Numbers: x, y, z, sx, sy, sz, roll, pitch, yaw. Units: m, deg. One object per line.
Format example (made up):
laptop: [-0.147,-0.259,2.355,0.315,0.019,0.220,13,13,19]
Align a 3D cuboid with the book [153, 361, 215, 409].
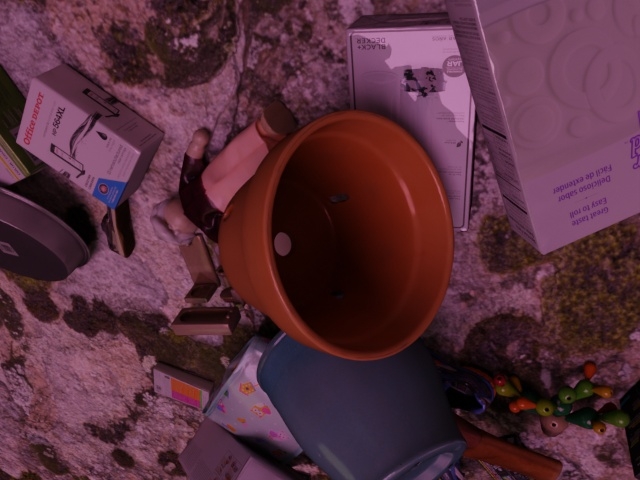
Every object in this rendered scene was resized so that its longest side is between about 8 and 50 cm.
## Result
book: [-0.324,0.349,1.298,0.144,0.035,0.096,19,129,7]

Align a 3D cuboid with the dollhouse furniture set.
dollhouse furniture set: [-0.215,0.077,1.005,0.144,0.151,0.123,-3,121,18]

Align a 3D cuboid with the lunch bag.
lunch bag: [-0.087,0.305,1.111,0.224,0.160,0.262,33,132,-3]

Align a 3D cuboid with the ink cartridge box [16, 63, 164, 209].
ink cartridge box: [-0.395,-0.175,0.939,0.203,0.085,0.148,35,127,-6]

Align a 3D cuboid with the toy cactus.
toy cactus: [0.420,0.293,0.983,0.219,0.112,0.180,2,142,14]

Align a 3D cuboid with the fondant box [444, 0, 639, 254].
fondant box: [0.309,-0.180,0.637,0.239,0.096,0.330,-24,116,2]

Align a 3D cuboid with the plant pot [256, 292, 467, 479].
plant pot: [0.078,0.254,0.844,0.255,0.272,0.271,54,138,36]

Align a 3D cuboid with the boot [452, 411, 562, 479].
boot: [0.265,0.372,1.048,0.281,0.096,0.264,21,155,-8]

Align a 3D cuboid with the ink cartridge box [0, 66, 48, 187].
ink cartridge box: [-0.638,-0.179,1.012,0.256,0.097,0.188,-17,116,27]

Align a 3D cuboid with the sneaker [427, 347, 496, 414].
sneaker: [0.211,0.255,1.006,0.222,0.087,0.083,12,104,13]

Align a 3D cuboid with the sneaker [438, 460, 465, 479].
sneaker: [0.256,0.465,1.170,0.144,0.059,0.053,59,153,-4]

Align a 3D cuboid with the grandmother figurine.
grandmother figurine: [-0.167,-0.080,0.921,0.343,0.104,0.207,-27,76,35]

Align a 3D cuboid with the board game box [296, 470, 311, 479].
board game box: [-0.086,0.655,1.423,0.126,0.026,0.186,9,125,14]

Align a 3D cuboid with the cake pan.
cake pan: [-0.604,-0.007,1.075,0.294,0.054,0.293,12,148,8]

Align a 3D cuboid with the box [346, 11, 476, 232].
box: [0.132,-0.159,0.770,0.169,0.087,0.289,3,123,17]

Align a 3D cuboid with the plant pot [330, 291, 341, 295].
plant pot: [0.038,0.110,0.967,0.134,0.134,0.095,-7,137,23]

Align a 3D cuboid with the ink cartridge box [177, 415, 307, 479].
ink cartridge box: [-0.133,0.531,1.185,0.272,0.130,0.309,40,163,-20]

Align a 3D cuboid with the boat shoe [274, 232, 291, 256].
boat shoe: [0.018,0.018,0.914,0.325,0.116,0.096,2,158,21]

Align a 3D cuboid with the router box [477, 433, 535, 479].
router box: [0.387,0.456,1.123,0.092,0.038,0.122,-30,109,31]

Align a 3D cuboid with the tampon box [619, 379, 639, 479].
tampon box: [0.573,0.305,0.883,0.102,0.161,0.120,23,127,3]

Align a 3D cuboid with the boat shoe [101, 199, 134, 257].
boat shoe: [-0.395,-0.031,1.053,0.049,0.056,0.152,9,125,7]

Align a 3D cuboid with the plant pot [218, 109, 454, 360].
plant pot: [0.000,0.000,0.713,0.204,0.291,0.290,-8,123,52]
